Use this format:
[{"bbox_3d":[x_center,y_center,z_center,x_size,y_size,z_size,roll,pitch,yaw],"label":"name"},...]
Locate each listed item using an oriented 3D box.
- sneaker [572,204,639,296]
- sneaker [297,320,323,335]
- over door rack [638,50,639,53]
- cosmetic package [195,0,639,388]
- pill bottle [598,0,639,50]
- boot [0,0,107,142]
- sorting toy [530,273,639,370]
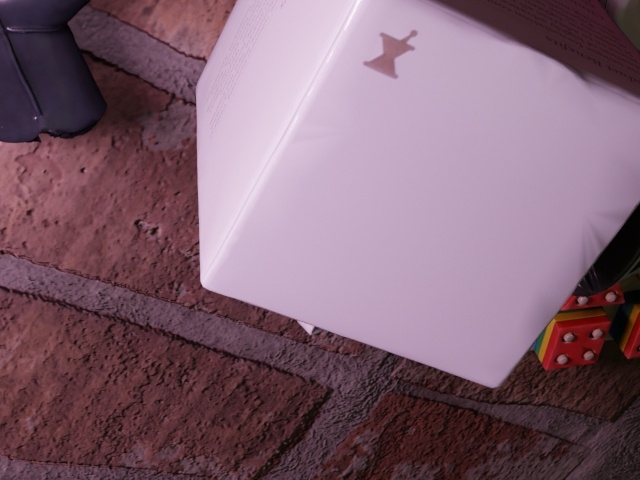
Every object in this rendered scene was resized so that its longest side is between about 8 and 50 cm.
[{"bbox_3d":[0.478,-0.114,1.414,0.447,0.169,0.257,-48,158,27],"label":"sneaker"},{"bbox_3d":[0.068,0.086,1.541,0.212,0.094,0.080,-15,131,-11],"label":"sneaker"},{"bbox_3d":[0.295,-0.157,1.416,0.324,0.108,0.240,5,126,-25],"label":"over door rack"},{"bbox_3d":[0.086,-0.136,1.113,0.329,0.394,0.327,21,120,-19],"label":"cosmetic package"},{"bbox_3d":[0.335,-0.304,1.250,0.111,0.187,0.112,-12,132,-13],"label":"pill bottle"},{"bbox_3d":[-0.258,-0.215,1.146,0.246,0.094,0.207,-18,130,2],"label":"boot"},{"bbox_3d":[0.438,0.078,1.688,0.257,0.089,0.256,-5,130,-18],"label":"sorting toy"}]
